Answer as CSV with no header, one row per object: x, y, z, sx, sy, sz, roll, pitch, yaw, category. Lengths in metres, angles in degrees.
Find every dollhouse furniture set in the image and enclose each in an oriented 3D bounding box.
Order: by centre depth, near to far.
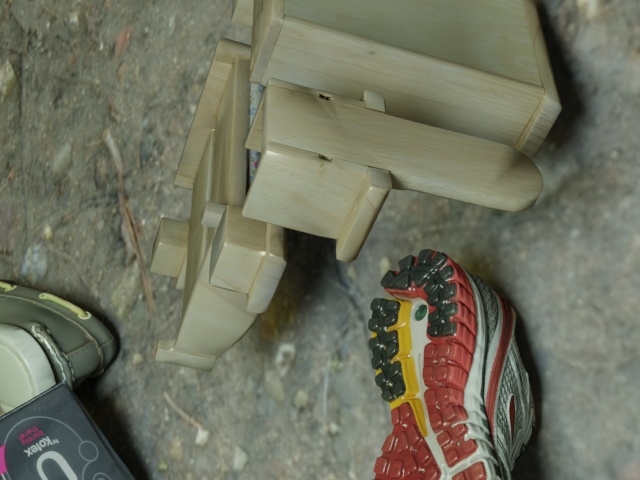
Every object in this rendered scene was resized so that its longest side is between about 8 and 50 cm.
0.000,0.000,0.829,0.303,0.174,0.355,-90,18,-47,dollhouse furniture set

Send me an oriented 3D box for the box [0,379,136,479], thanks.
-0.286,0.253,1.023,0.270,0.165,0.143,-39,86,38,box

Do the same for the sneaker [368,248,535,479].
0.087,0.119,0.719,0.088,0.092,0.225,-21,57,42,sneaker

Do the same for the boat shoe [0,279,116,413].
-0.298,0.088,1.171,0.305,0.091,0.109,11,120,50,boat shoe
